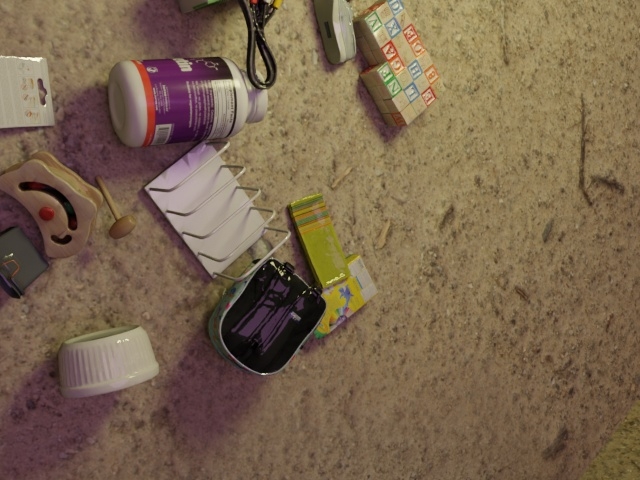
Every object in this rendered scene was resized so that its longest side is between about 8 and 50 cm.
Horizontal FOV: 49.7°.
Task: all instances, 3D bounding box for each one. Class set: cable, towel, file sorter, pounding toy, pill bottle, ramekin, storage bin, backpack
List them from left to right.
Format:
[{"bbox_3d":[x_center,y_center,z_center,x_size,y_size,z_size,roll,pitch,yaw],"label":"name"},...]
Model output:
[{"bbox_3d":[-0.623,0.038,1.405,0.091,0.098,0.135,-46,117,-31],"label":"storage bin"},{"bbox_3d":[-0.538,-0.070,1.455,0.269,0.155,0.154,41,103,-19],"label":"pounding toy"},{"bbox_3d":[-0.454,0.251,1.469,0.207,0.207,0.109,-11,93,-30],"label":"ramekin"},{"bbox_3d":[-0.287,-0.308,1.517,0.322,0.181,0.182,-12,102,-31],"label":"pill bottle"},{"bbox_3d":[-0.227,-0.067,1.587,0.193,0.173,0.278,-43,116,-20],"label":"file sorter"},{"bbox_3d":[-0.129,-0.473,1.470,0.139,0.072,0.288,5,90,-37],"label":"cable"},{"bbox_3d":[-0.140,0.190,1.655,0.225,0.191,0.254,41,66,-17],"label":"backpack"},{"bbox_3d":[0.000,0.000,1.792,0.102,0.021,0.237,-23,95,-24],"label":"towel"}]

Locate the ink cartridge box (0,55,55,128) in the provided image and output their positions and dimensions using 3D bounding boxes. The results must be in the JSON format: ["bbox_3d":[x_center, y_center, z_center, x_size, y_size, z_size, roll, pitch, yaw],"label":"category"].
[{"bbox_3d":[-0.638,-0.298,1.394,0.179,0.045,0.146,-14,103,-49],"label":"ink cartridge box"}]

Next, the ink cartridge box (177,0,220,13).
[{"bbox_3d":[-0.201,-0.589,1.549,0.219,0.160,0.093,-26,111,-26],"label":"ink cartridge box"}]

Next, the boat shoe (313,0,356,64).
[{"bbox_3d":[0.043,-0.568,1.760,0.081,0.079,0.228,-25,114,-36],"label":"boat shoe"}]

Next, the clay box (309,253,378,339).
[{"bbox_3d":[0.040,0.150,1.847,0.222,0.053,0.128,-35,110,-22],"label":"clay box"}]

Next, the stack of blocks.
[{"bbox_3d":[0.193,-0.476,1.850,0.171,0.087,0.297,-42,115,-21],"label":"stack of blocks"}]
